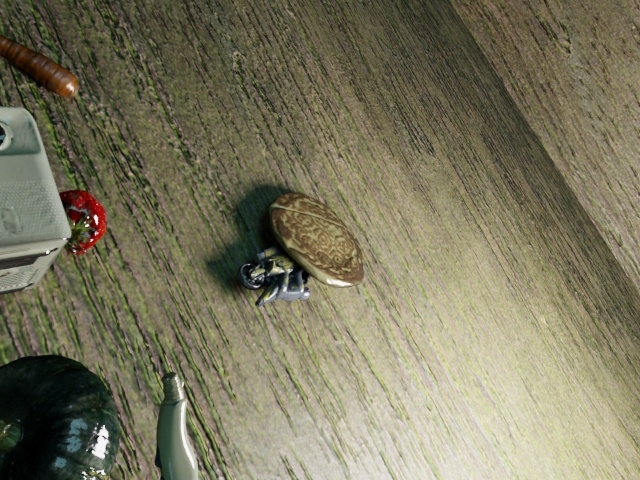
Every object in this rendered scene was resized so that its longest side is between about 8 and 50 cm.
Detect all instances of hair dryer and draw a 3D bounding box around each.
[{"bbox_3d":[-0.231,0.362,0.722,0.296,0.119,0.298,-37,114,-36],"label":"hair dryer"}]

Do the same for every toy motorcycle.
[{"bbox_3d":[-0.073,0.070,1.113,0.124,0.061,0.193,49,35,5],"label":"toy motorcycle"}]

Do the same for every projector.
[{"bbox_3d":[-0.455,-0.057,0.779,0.163,0.177,0.242,-9,70,-45],"label":"projector"}]

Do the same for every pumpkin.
[{"bbox_3d":[-0.341,0.237,0.682,0.152,0.211,0.212,56,29,-52],"label":"pumpkin"}]

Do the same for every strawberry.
[{"bbox_3d":[-0.378,-0.034,0.898,0.106,0.106,0.106,21,52,-30],"label":"strawberry"}]

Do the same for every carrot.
[{"bbox_3d":[-0.512,-0.314,0.992,0.216,0.048,0.048,31,48,-16],"label":"carrot"}]

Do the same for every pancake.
[{"bbox_3d":[0.001,-0.001,1.201,0.250,0.031,0.250,33,32,-24],"label":"pancake"}]
